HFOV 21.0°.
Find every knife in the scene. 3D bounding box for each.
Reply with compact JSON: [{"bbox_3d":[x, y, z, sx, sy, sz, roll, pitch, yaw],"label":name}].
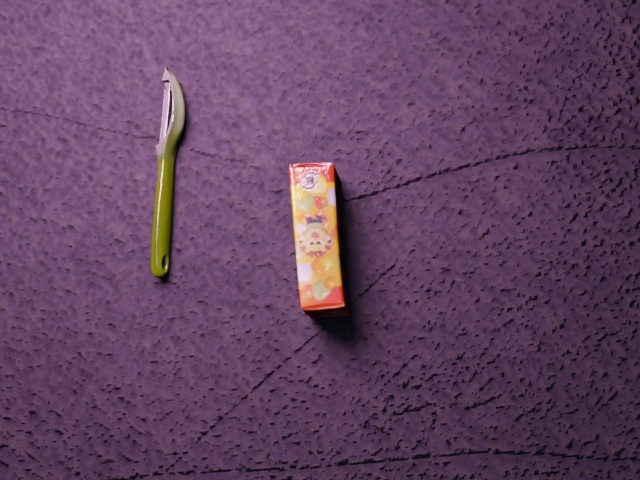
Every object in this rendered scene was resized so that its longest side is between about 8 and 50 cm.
[{"bbox_3d":[-0.130,-0.059,1.465,0.026,0.022,0.184,-2,80,32],"label":"knife"}]

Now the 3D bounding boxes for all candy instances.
[{"bbox_3d":[0.000,0.000,1.421,0.038,0.062,0.122,-6,80,5],"label":"candy"}]
